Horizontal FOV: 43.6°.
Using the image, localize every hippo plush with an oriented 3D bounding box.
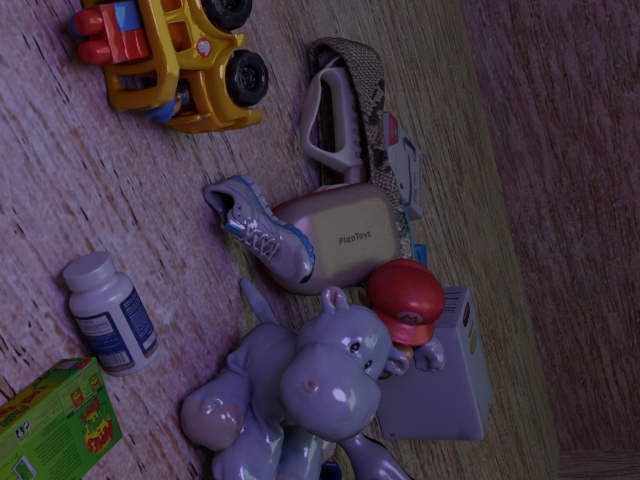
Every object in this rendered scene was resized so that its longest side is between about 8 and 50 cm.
[{"bbox_3d":[0.001,0.186,1.006,0.234,0.237,0.294,50,38,-22],"label":"hippo plush"}]

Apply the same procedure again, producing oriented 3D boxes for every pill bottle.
[{"bbox_3d":[-0.215,0.074,0.819,0.067,0.067,0.120,-60,138,-53],"label":"pill bottle"}]

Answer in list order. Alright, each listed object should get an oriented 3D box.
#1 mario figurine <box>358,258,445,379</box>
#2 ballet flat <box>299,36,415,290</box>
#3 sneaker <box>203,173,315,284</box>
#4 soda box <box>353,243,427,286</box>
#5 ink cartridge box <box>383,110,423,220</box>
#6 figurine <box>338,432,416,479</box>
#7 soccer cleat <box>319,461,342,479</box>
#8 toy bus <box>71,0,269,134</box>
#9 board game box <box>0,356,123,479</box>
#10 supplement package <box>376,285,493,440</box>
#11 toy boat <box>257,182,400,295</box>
[{"bbox_3d":[0.094,0.159,1.219,0.198,0.320,0.170,-33,76,-25],"label":"mario figurine"},{"bbox_3d":[0.040,-0.130,1.378,0.182,0.164,0.482,8,70,-43],"label":"ballet flat"},{"bbox_3d":[-0.088,-0.010,1.058,0.190,0.071,0.083,46,30,20],"label":"sneaker"},{"bbox_3d":[0.125,0.047,1.531,0.210,0.071,0.067,-7,94,-54],"label":"soda box"},{"bbox_3d":[0.137,-0.145,1.635,0.218,0.092,0.158,37,52,-61],"label":"ink cartridge box"},{"bbox_3d":[0.062,0.326,1.225,0.209,0.092,0.215,53,-6,11],"label":"figurine"},{"bbox_3d":[-0.006,0.377,1.040,0.289,0.121,0.093,-104,-179,-72],"label":"soccer cleat"},{"bbox_3d":[-0.181,-0.209,0.895,0.211,0.150,0.220,-36,121,-48],"label":"toy bus"},{"bbox_3d":[-0.259,0.189,0.722,0.181,0.043,0.092,-46,126,-60],"label":"board game box"},{"bbox_3d":[0.204,0.240,1.549,0.145,0.204,0.261,-57,135,-55],"label":"supplement package"},{"bbox_3d":[0.000,0.000,1.236,0.231,0.151,0.151,-15,95,-34],"label":"toy boat"}]
